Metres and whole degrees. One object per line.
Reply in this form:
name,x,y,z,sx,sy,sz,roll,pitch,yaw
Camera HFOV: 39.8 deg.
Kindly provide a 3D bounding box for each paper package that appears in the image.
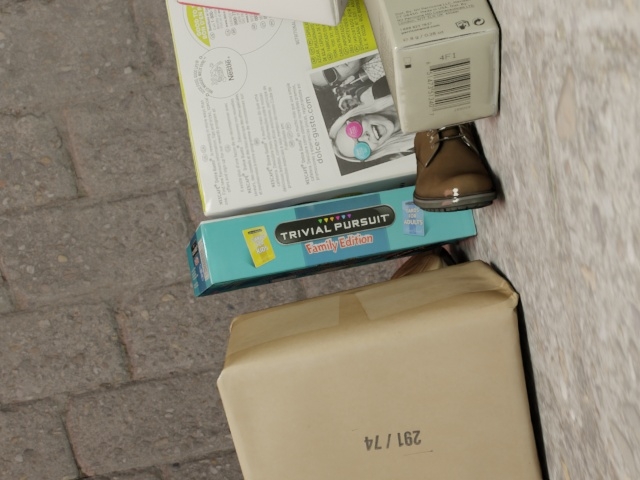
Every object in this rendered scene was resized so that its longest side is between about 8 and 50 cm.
paper package,0.075,0.213,1.009,0.168,0.324,0.310,-95,-8,-74

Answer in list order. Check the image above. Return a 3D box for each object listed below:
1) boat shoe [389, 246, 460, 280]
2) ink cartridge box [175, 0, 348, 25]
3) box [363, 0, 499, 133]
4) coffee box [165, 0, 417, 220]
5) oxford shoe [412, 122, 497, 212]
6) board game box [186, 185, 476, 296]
boat shoe,0.167,0.066,1.297,0.092,0.103,0.285,45,-176,-3
ink cartridge box,-0.043,-0.403,1.034,0.117,0.207,0.283,77,-152,-59
box,0.092,-0.240,0.857,0.113,0.094,0.275,77,-178,-53
coffee box,-0.013,-0.205,1.269,0.337,0.334,0.338,68,-170,-83
oxford shoe,0.134,-0.088,0.951,0.227,0.082,0.096,-101,3,-71
board game box,0.000,0.000,1.180,0.254,0.335,0.079,152,107,-76
